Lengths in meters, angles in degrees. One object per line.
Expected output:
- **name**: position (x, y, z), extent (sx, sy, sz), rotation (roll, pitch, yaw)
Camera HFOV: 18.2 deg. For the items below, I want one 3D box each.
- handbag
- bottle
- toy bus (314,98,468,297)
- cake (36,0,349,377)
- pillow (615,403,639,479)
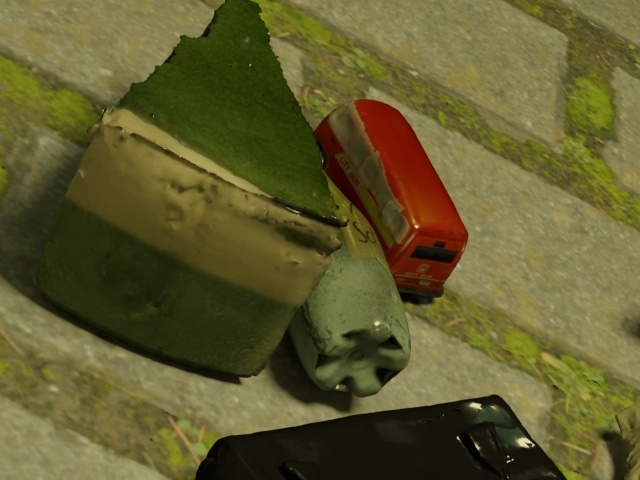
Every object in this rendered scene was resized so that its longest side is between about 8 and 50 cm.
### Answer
- **handbag**: position (0.075, 0.208, 1.262), extent (0.275, 0.088, 0.244), rotation (-7, 48, -41)
- **bottle**: position (0.000, 0.000, 1.459), extent (0.083, 0.083, 0.269), rotation (15, 35, -27)
- **toy bus**: position (0.050, -0.039, 1.556), extent (0.079, 0.077, 0.174), rotation (8, 42, -35)
- **cake**: position (-0.112, -0.067, 1.380), extent (0.172, 0.158, 0.283), rotation (14, 37, -26)
- **pillow**: position (0.310, 0.205, 1.494), extent (0.208, 0.053, 0.119), rotation (31, 35, -12)
